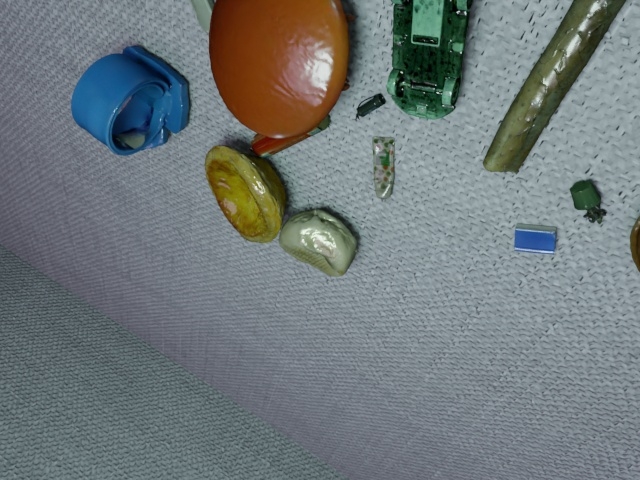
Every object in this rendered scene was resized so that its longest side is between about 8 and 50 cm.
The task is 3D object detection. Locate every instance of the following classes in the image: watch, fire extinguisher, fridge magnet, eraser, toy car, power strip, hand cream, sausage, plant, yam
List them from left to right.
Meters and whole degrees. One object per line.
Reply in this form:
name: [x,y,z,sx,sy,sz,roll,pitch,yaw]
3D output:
watch: [-0.535,-0.351,1.241,0.241,0.274,0.305,34,130,6]
power strip: [-0.284,-0.569,1.043,0.047,0.030,0.191,0,140,20]
fridge magnet: [-0.093,-0.403,0.961,0.363,0.155,0.364,13,115,29]
sausage: [-0.096,-0.271,1.151,0.263,0.083,0.083,-15,114,41]
fire extinguisher: [0.108,-0.305,1.026,0.083,0.025,0.038,-24,71,43]
hand cream: [0.154,-0.172,1.099,0.057,0.037,0.165,11,123,27]
toy car: [0.209,-0.380,0.830,0.136,0.125,0.306,18,143,23]
eraser: [0.481,-0.002,1.009,0.084,0.027,0.063,7,126,30]
yam: [0.407,-0.276,0.814,0.083,0.083,0.372,28,134,13]
plant: [0.540,-0.069,0.903,0.051,0.051,0.102,-19,116,42]

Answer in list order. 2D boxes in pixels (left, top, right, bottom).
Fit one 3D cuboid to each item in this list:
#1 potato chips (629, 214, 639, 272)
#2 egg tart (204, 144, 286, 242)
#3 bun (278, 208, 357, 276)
potato chips: [0.680,-0.005,0.860,0.150,0.049,0.202,-13,114,35]
egg tart: [-0.197,-0.139,1.273,0.318,0.128,0.319,33,145,27]
bun: [0.000,0.000,1.262,0.229,0.145,0.229,26,168,6]
